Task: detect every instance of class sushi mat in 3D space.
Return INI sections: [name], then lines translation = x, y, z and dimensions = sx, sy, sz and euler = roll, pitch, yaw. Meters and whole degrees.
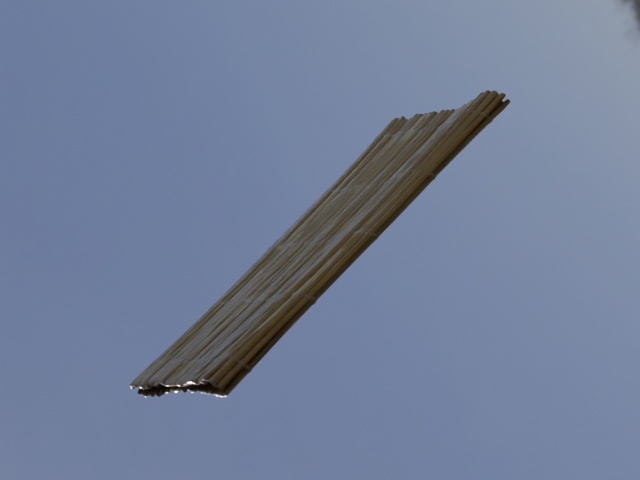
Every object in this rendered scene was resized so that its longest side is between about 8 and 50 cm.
[sushi mat]
translation = 0.000, 0.000, 1.093
dimensions = 0.316, 0.151, 0.019
euler = -46, -75, -27
